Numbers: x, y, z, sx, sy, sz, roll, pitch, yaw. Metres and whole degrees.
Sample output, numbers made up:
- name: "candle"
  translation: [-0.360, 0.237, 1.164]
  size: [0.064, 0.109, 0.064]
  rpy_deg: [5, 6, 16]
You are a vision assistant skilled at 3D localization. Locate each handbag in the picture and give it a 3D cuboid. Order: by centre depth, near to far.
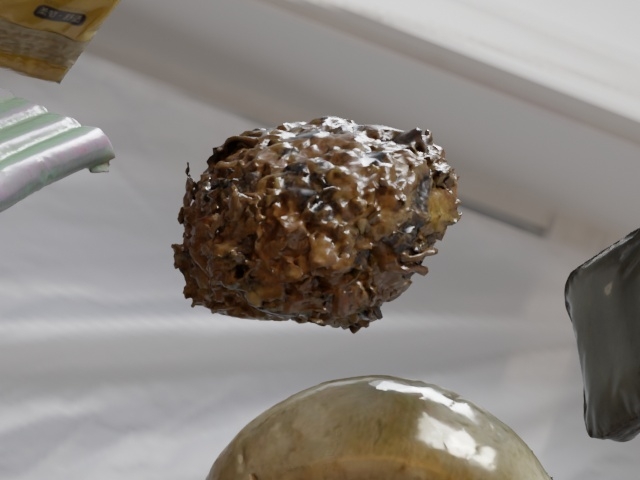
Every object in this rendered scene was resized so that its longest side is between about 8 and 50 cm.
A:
- name: "handbag"
  translation: [0.327, 0.068, 1.893]
  size: [0.332, 0.075, 0.191]
  rpy_deg: [134, -46, -60]

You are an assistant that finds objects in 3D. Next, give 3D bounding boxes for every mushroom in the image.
- name: "mushroom"
  translation: [0.036, 0.185, 1.279]
  size: [0.195, 0.254, 0.189]
  rpy_deg: [-64, 154, -73]

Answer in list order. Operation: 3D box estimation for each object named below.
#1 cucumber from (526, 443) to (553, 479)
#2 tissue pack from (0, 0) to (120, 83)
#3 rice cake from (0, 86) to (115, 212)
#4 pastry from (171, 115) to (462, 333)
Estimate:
- name: "cucumber"
  translation: [0.207, 0.279, 2.147]
  size: [0.035, 0.067, 0.107]
  rpy_deg: [-23, -163, 47]
- name: "tissue pack"
  translation: [-0.371, -0.331, 1.756]
  size: [0.228, 0.382, 0.293]
  rpy_deg: [-48, -130, 28]
- name: "rice cake"
  translation: [-0.275, -0.081, 1.578]
  size: [0.198, 0.189, 0.037]
  rpy_deg: [-24, 135, -59]
- name: "pastry"
  translation: [0.000, 0.000, 1.757]
  size: [0.275, 0.275, 0.192]
  rpy_deg: [-81, 169, -68]
